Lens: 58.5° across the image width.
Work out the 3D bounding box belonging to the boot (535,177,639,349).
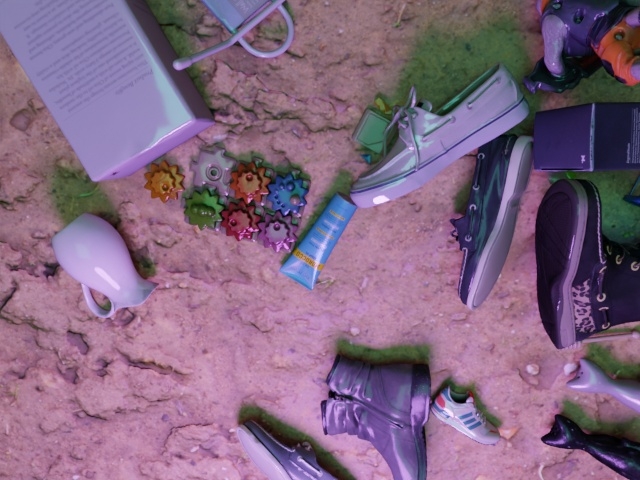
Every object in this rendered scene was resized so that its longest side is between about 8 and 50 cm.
[{"bbox_3d":[0.547,0.029,1.025,0.284,0.138,0.378,-12,125,4],"label":"boot"}]

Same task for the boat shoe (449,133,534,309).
[{"bbox_3d":[0.305,-0.040,1.092,0.113,0.127,0.340,22,110,33],"label":"boat shoe"}]

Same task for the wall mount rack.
[{"bbox_3d":[-0.211,-0.460,1.018,0.304,0.130,0.350,-43,94,-9],"label":"wall mount rack"}]

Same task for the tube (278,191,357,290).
[{"bbox_3d":[0.000,0.000,1.157,0.080,0.052,0.207,33,107,3],"label":"tube"}]

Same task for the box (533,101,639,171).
[{"bbox_3d":[0.495,-0.174,0.971,0.207,0.153,0.108,-4,98,-15],"label":"box"}]

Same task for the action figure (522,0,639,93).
[{"bbox_3d":[0.509,-0.381,0.937,0.341,0.330,0.178,-44,139,-6],"label":"action figure"}]

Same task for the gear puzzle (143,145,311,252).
[{"bbox_3d":[-0.196,-0.094,1.153,0.338,0.044,0.176,16,101,2],"label":"gear puzzle"}]

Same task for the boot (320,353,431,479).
[{"bbox_3d":[0.112,0.408,1.196,0.222,0.118,0.338,2,89,7],"label":"boot"}]

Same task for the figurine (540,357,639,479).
[{"bbox_3d":[0.581,0.354,1.153,0.209,0.092,0.215,19,100,5],"label":"figurine"}]

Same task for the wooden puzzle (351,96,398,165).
[{"bbox_3d":[0.107,-0.214,1.124,0.078,0.014,0.116,36,101,2],"label":"wooden puzzle"}]

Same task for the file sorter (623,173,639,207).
[{"bbox_3d":[0.657,-0.090,1.022,0.118,0.170,0.105,25,97,0],"label":"file sorter"}]

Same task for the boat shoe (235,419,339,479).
[{"bbox_3d":[-0.047,0.493,1.238,0.319,0.116,0.099,43,58,3],"label":"boat shoe"}]

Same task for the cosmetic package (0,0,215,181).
[{"bbox_3d":[-0.420,-0.364,1.064,0.230,0.161,0.453,-28,97,9],"label":"cosmetic package"}]

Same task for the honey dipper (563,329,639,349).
[{"bbox_3d":[0.564,0.199,1.152,0.160,0.030,0.031,-6,100,4],"label":"honey dipper"}]

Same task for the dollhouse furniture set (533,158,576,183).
[{"bbox_3d":[0.448,-0.101,1.085,0.058,0.076,0.152,-19,88,5],"label":"dollhouse furniture set"}]

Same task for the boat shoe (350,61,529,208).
[{"bbox_3d":[0.191,-0.209,1.043,0.367,0.136,0.157,-31,108,6],"label":"boat shoe"}]

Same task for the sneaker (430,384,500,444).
[{"bbox_3d":[0.312,0.359,1.186,0.161,0.057,0.075,28,107,2],"label":"sneaker"}]

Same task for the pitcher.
[{"bbox_3d":[-0.462,0.059,1.174,0.177,0.125,0.207,-30,108,24],"label":"pitcher"}]
